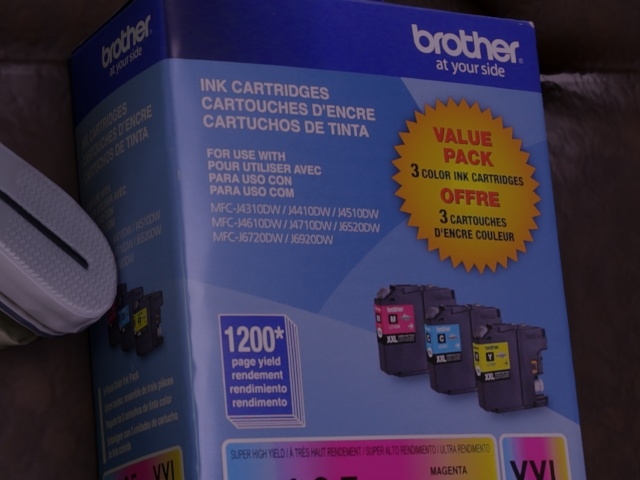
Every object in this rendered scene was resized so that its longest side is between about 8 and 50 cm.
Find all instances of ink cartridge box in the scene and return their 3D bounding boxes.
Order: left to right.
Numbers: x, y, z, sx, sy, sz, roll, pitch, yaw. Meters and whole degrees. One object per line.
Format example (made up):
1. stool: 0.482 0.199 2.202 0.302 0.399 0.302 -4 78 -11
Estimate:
1. ink cartridge box: 0.000 0.000 1.104 0.270 0.151 0.395 2 74 -30

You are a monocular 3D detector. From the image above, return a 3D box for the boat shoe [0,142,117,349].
1. boat shoe: -0.238 -0.039 0.964 0.302 0.094 0.109 46 30 -26
